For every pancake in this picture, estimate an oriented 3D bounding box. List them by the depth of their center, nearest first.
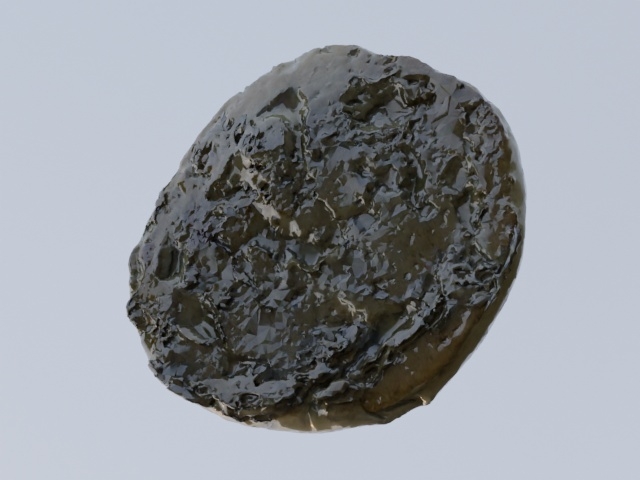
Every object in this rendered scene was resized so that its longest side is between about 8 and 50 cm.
[{"bbox_3d":[0.000,-0.001,1.081,0.282,0.282,0.049,-48,-33,7],"label":"pancake"}]
